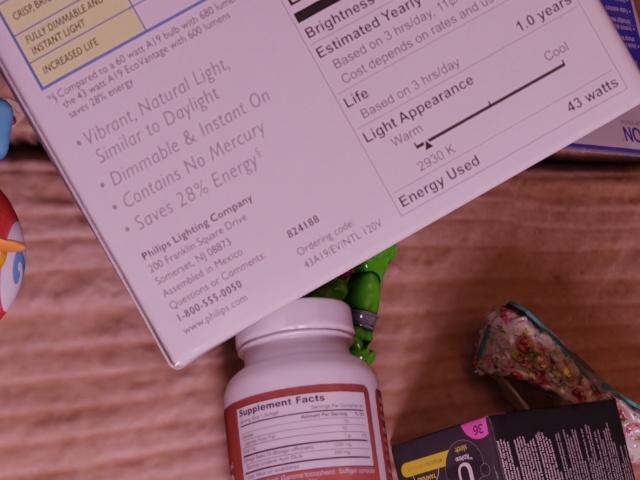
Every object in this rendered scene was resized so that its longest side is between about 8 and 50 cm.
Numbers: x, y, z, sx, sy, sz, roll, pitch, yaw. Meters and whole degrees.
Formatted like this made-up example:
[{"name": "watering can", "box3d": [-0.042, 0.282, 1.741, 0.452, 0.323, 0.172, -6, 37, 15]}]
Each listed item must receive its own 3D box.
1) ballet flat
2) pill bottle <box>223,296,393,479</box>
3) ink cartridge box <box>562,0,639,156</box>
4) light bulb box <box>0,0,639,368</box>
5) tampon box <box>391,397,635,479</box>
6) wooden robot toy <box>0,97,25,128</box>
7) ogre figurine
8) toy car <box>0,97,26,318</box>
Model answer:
[{"name": "ballet flat", "box3d": [0.225, 0.147, 1.489, 0.241, 0.091, 0.077, 38, 81, -17]}, {"name": "pill bottle", "box3d": [-0.009, 0.158, 1.238, 0.121, 0.121, 0.216, 8, 66, -38]}, {"name": "ink cartridge box", "box3d": [0.200, -0.220, 1.627, 0.303, 0.072, 0.307, 2, 72, -42]}, {"name": "light bulb box", "box3d": [-0.035, -0.156, 1.126, 0.358, 0.225, 0.361, -29, 90, -6]}, {"name": "tampon box", "box3d": [0.162, 0.197, 1.368, 0.161, 0.120, 0.101, -1, 72, -41]}, {"name": "wooden robot toy", "box3d": [-0.283, -0.076, 1.144, 0.173, 0.076, 0.079, 13, 74, -36]}, {"name": "ogre figurine", "box3d": [0.000, 0.000, 1.335, 0.197, 0.097, 0.118, 39, 59, -11]}, {"name": "toy car", "box3d": [-0.242, 0.003, 0.987, 0.210, 0.238, 0.219, 12, 83, -38]}]
